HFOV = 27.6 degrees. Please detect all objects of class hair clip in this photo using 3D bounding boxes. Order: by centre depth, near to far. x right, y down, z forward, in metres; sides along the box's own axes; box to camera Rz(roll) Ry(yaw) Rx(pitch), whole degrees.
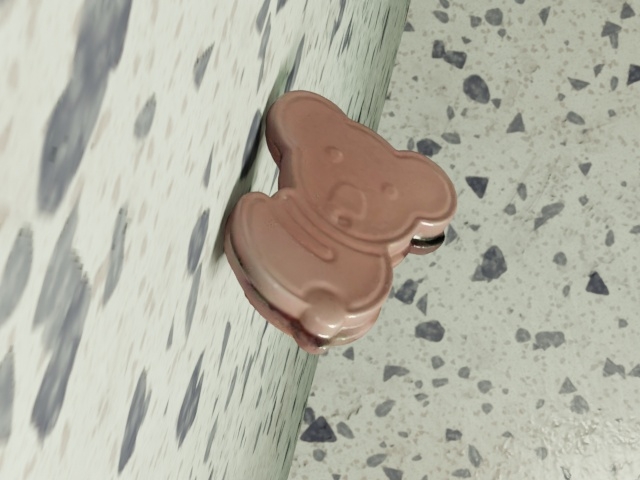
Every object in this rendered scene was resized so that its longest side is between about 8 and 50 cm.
[{"bbox_3d":[0.006,-0.009,0.694,0.102,0.123,0.138,-56,-175,12],"label":"hair clip"}]
